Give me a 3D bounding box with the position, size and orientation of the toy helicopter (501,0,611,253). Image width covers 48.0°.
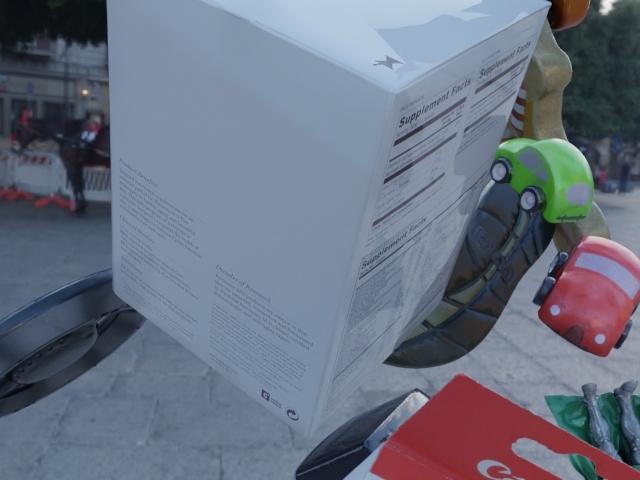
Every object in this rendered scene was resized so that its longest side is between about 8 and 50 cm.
[{"bbox_3d":[0.239,-0.130,0.827,0.140,0.355,0.235,-16,-11,-6],"label":"toy helicopter"}]

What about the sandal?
[{"bbox_3d":[0.136,0.031,0.729,0.302,0.120,0.086,-33,6,-37],"label":"sandal"}]

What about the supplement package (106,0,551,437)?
[{"bbox_3d":[-0.007,-0.054,0.501,0.199,0.263,0.198,31,42,23],"label":"supplement package"}]

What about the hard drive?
[{"bbox_3d":[0.069,0.297,1.064,0.172,0.054,0.254,-32,-6,25],"label":"hard drive"}]

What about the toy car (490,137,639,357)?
[{"bbox_3d":[0.211,-0.021,0.552,0.238,0.053,0.225,-4,41,-32],"label":"toy car"}]

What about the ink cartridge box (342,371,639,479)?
[{"bbox_3d":[0.093,0.194,0.433,0.181,0.225,0.056,29,42,-7],"label":"ink cartridge box"}]

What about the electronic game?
[{"bbox_3d":[-0.250,0.096,0.664,0.229,0.048,0.229,-36,-9,-7],"label":"electronic game"}]

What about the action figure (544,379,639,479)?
[{"bbox_3d":[0.336,0.268,0.768,0.137,0.232,0.063,-6,-33,2],"label":"action figure"}]
